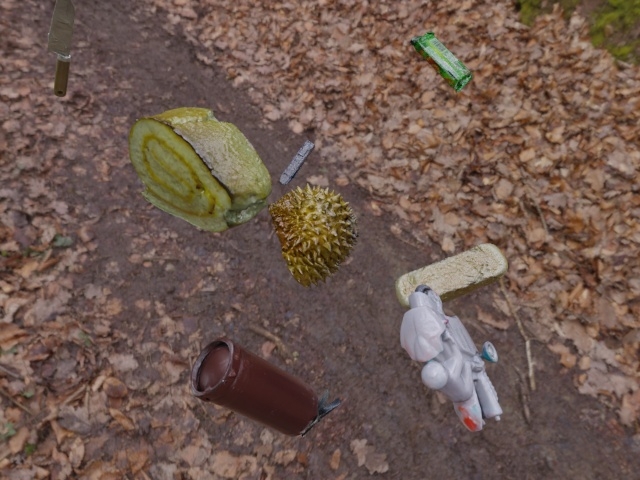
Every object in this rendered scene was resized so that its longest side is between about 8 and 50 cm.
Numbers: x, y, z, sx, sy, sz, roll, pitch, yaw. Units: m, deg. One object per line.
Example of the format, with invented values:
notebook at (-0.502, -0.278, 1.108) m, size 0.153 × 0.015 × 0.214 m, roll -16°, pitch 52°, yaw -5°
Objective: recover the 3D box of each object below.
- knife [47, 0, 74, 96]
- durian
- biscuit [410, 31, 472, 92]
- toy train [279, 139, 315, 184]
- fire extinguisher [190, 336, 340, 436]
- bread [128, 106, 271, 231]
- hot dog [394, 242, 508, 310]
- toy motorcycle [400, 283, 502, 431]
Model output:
knife at (-0.540, -0.396, 0.976) m, size 0.047 × 0.297 × 0.017 m, roll 9°, pitch 63°, yaw -30°
durian at (0.010, -0.007, 0.916) m, size 0.137 × 0.249 × 0.183 m, roll -13°, pitch 78°, yaw 13°
biscuit at (0.155, -0.226, 0.595) m, size 0.046 × 0.016 × 0.089 m, roll -36°, pitch 80°, yaw -33°
toy train at (-0.039, -0.125, 0.768) m, size 0.017 × 0.017 × 0.083 m, roll 34°, pitch 85°, yaw 11°
fire extinguisher at (-0.077, 0.252, 0.773) m, size 0.269 × 0.104 × 0.105 m, roll 41°, pitch 33°, yaw -35°
bread at (-0.206, -0.118, 0.830) m, size 0.257 × 0.186 × 0.124 m, roll 34°, pitch 43°, yaw 10°
hot dog at (0.282, 0.086, 1.024) m, size 0.242 × 0.073 × 0.084 m, roll -23°, pitch 58°, yaw 6°
toy motorcycle at (0.215, 0.206, 0.810) m, size 0.170 × 0.110 × 0.261 m, roll -22°, pitch 83°, yaw -54°
